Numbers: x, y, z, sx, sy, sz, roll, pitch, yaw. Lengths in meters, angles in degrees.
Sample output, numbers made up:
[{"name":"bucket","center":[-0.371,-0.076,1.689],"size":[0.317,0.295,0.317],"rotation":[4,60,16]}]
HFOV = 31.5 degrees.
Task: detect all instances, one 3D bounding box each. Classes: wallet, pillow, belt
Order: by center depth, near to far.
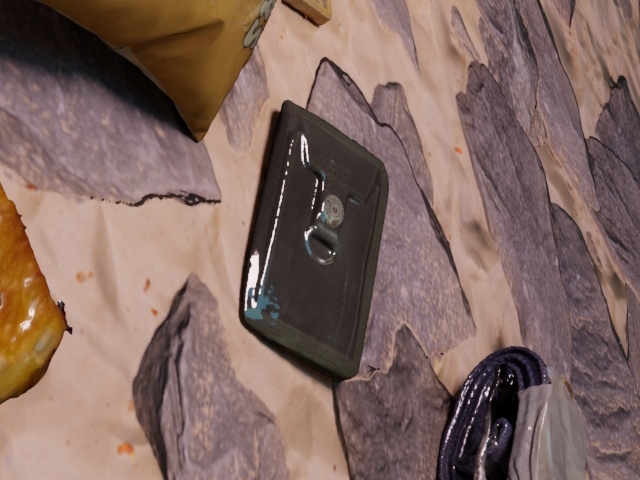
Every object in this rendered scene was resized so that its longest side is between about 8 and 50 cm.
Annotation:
[{"name":"pillow","center":[-0.097,-0.266,0.892],"size":[0.312,0.119,0.310],"rotation":[39,68,-68]},{"name":"wallet","center":[0.000,0.000,1.102],"size":[0.168,0.052,0.245],"rotation":[36,52,-41]},{"name":"belt","center":[0.208,0.231,1.239],"size":[0.126,0.140,0.230],"rotation":[48,44,-38]}]

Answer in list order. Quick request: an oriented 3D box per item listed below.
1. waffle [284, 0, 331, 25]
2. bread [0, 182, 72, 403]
[{"name":"waffle","center":[-0.021,-0.304,1.205],"size":[0.092,0.021,0.135],"rotation":[25,58,-52]},{"name":"bread","center":[-0.283,0.079,0.550],"size":[0.344,0.149,0.195],"rotation":[-50,131,-52]}]
